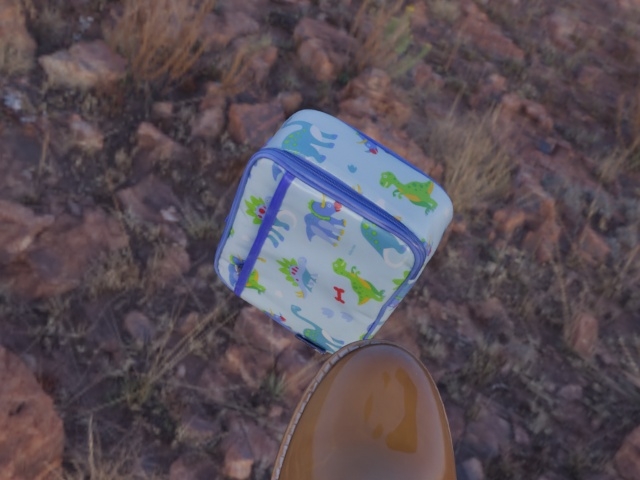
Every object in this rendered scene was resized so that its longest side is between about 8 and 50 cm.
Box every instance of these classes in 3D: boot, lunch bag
[{"bbox_3d":[0.020,0.148,0.358,0.109,0.220,0.284,19,65,1],"label":"boot"},{"bbox_3d":[0.000,0.000,0.779,0.176,0.219,0.090,35,53,3],"label":"lunch bag"}]
